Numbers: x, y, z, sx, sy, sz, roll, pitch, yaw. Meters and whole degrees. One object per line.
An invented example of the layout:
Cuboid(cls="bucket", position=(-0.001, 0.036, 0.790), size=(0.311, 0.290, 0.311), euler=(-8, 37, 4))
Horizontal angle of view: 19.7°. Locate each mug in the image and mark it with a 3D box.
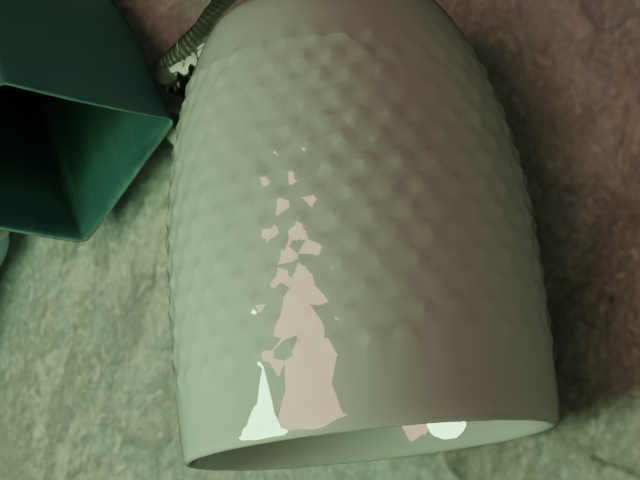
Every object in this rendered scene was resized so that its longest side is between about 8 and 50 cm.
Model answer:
Cuboid(cls="mug", position=(0.000, 0.000, 1.401), size=(0.374, 0.276, 0.328), euler=(152, 115, -62))

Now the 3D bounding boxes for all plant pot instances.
Cuboid(cls="plant pot", position=(-0.262, -0.148, 1.601), size=(0.166, 0.165, 0.234), euler=(-50, 45, 34))

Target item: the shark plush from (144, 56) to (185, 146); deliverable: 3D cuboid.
Cuboid(cls="shark plush", position=(-0.108, -0.109, 1.594), size=(0.067, 0.073, 0.161), euler=(-46, 48, -3))

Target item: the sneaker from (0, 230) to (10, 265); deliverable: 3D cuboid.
Cuboid(cls="sneaker", position=(-0.374, 0.136, 1.729), size=(0.150, 0.135, 0.366), euler=(37, 106, -5))

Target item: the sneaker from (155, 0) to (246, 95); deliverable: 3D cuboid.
Cuboid(cls="sneaker", position=(-0.049, -0.208, 1.529), size=(0.234, 0.078, 0.106), euler=(-31, 70, 25))
